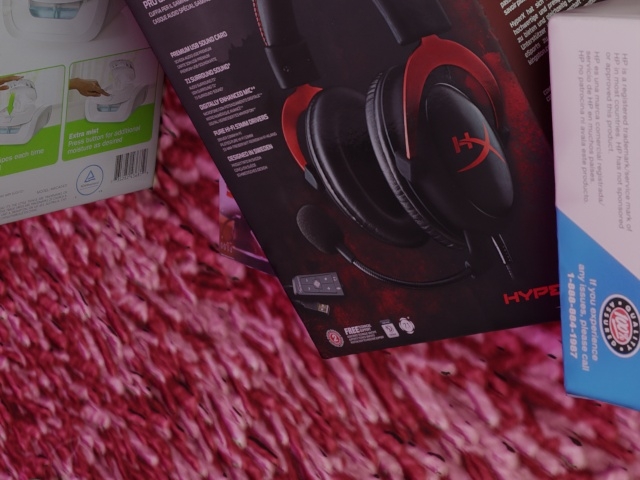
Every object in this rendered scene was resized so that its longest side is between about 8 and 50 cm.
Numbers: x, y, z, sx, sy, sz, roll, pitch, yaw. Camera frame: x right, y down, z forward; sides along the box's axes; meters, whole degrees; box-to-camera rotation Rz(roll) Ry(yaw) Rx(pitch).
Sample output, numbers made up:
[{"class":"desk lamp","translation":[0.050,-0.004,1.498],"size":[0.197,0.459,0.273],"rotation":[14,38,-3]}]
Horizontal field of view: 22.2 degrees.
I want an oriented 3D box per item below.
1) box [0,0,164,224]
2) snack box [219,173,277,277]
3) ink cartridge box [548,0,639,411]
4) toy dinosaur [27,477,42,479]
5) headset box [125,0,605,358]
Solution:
[{"class":"box","translation":[-0.233,-0.132,1.066],"size":[0.126,0.262,0.231],"rotation":[30,124,38]},{"class":"snack box","translation":[0.000,0.000,1.035],"size":[0.178,0.022,0.064],"rotation":[20,115,43]},{"class":"ink cartridge box","translation":[0.236,-0.016,0.661],"size":[0.232,0.168,0.171],"rotation":[12,112,45]},{"class":"toy dinosaur","translation":[-0.166,0.259,1.286],"size":[0.211,0.064,0.112],"rotation":[58,155,30]},{"class":"headset box","translation":[0.034,-0.100,0.819],"size":[0.218,0.110,0.293],"rotation":[-13,111,46]}]
